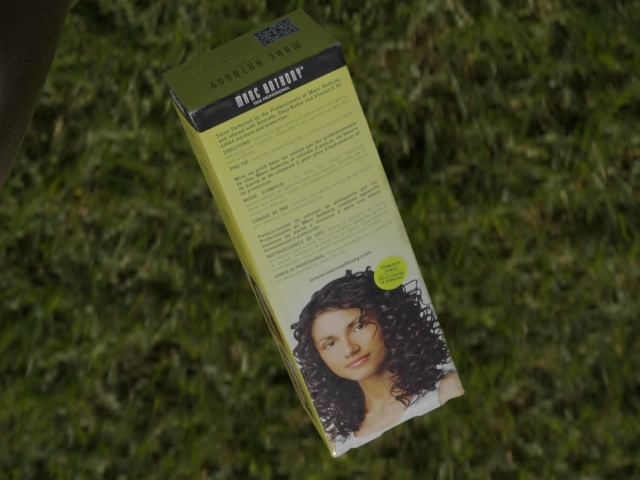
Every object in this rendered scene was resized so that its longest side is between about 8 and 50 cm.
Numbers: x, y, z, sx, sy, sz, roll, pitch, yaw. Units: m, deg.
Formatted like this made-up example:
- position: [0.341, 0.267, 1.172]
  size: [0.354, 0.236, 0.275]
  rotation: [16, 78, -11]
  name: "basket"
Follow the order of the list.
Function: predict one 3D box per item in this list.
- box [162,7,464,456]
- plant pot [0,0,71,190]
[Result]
- position: [0.000, 0.000, 0.993]
  size: [0.087, 0.058, 0.232]
  rotation: [-27, 121, -7]
  name: "box"
- position: [-0.252, -0.099, 1.096]
  size: [0.215, 0.215, 0.230]
  rotation: [41, 68, -18]
  name: "plant pot"
